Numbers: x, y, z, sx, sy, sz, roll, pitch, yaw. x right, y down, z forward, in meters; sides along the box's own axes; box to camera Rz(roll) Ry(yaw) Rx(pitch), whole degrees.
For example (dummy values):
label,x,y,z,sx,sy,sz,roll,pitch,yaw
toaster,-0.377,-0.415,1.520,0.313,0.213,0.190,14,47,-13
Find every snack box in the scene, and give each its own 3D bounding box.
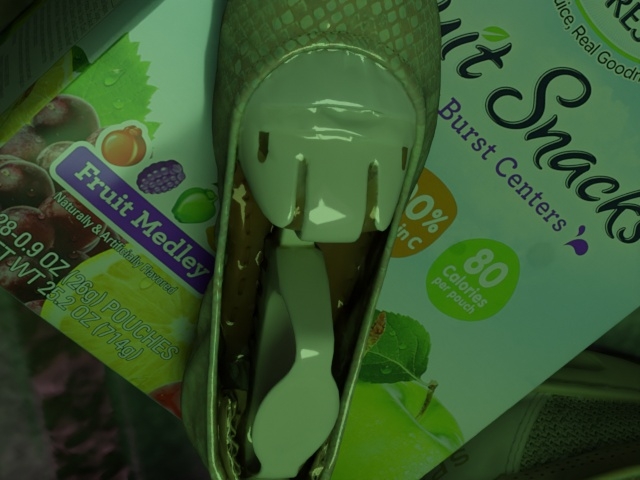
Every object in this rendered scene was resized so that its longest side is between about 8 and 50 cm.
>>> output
label,x,y,z,sx,sy,sz,roll,pitch,yaw
snack box,0.021,-0.036,0.435,0.207,0.070,0.174,-42,122,13

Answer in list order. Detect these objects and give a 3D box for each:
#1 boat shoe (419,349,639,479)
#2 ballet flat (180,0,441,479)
label,x,y,z,sx,sy,sz,roll,pitch,yaw
boat shoe,0.171,0.103,0.546,0.302,0.098,0.109,7,120,-18
ballet flat,0.000,0.000,0.378,0.057,0.052,0.168,1,122,-12
